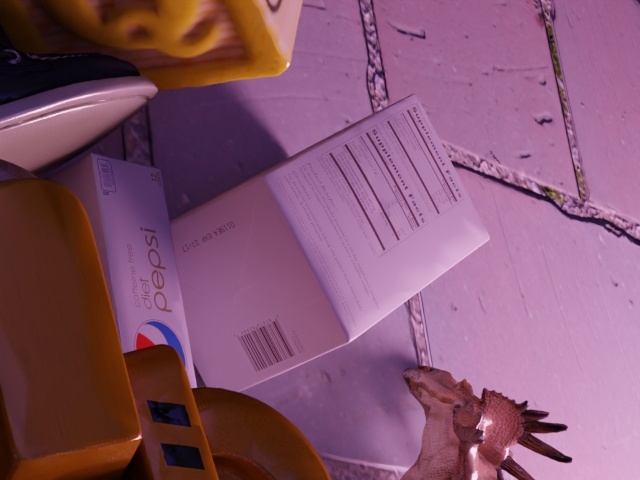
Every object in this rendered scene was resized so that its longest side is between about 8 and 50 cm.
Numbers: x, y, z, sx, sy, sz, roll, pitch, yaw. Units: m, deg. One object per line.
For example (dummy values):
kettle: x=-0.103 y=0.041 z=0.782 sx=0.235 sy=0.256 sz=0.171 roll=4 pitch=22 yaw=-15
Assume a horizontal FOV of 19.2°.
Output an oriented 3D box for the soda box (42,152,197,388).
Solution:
soda box: x=-0.139 y=0.056 z=1.269 sx=0.069 sy=0.074 sz=0.216 roll=12 pitch=61 yaw=-50

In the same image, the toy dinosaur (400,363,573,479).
toy dinosaur: x=0.129 y=0.229 z=1.493 sx=0.200 sy=0.127 sz=0.295 roll=8 pitch=69 yaw=-59

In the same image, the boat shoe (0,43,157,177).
boat shoe: x=-0.242 y=-0.086 z=1.172 sx=0.340 sy=0.127 sz=0.113 roll=-24 pitch=77 yaw=-46

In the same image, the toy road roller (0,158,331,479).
toy road roller: x=-0.135 y=0.118 z=1.085 sx=0.241 sy=0.202 sz=0.329 roll=-11 pitch=82 yaw=-42

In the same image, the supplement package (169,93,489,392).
supplement package: x=0.000 y=0.000 z=1.431 sx=0.244 sy=0.139 sz=0.133 roll=-32 pitch=95 yaw=-55

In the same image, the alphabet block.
alphabet block: x=-0.121 y=-0.236 z=1.317 sx=0.192 sy=0.193 sz=0.197 roll=64 pitch=26 yaw=-43
